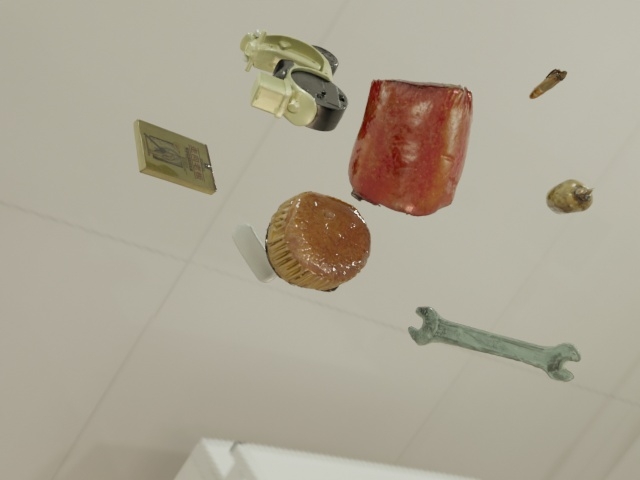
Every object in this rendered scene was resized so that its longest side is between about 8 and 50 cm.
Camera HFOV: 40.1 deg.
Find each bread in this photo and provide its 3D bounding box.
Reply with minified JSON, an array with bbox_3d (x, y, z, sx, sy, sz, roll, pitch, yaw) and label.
[{"bbox_3d":[0.000,-0.001,1.670,0.199,0.199,0.104,28,-29,-21],"label":"bread"}]

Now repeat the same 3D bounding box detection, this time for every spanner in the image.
[{"bbox_3d":[0.273,0.167,1.417,0.302,0.071,0.017,13,2,35],"label":"spanner"}]

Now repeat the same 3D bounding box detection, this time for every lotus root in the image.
[{"bbox_3d":[0.450,-0.078,1.583,0.072,0.063,0.152,2,-4,-11],"label":"lotus root"}]

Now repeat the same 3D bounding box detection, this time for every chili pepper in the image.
[{"bbox_3d":[0.206,-0.234,1.981,0.251,0.305,0.229,22,24,27],"label":"chili pepper"}]

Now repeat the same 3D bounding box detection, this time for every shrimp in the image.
[{"bbox_3d":[0.483,-0.336,1.823,0.025,0.091,0.127,49,-21,-5],"label":"shrimp"}]

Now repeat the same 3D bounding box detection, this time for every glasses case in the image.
[{"bbox_3d":[-0.163,0.031,2.195,0.164,0.063,0.041,56,17,8],"label":"glasses case"}]

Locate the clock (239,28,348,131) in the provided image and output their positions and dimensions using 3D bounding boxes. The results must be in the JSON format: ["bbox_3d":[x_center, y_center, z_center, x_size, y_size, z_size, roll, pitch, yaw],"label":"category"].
[{"bbox_3d":[-0.067,-0.415,2.200,0.277,0.120,0.379,17,31,-20],"label":"clock"}]

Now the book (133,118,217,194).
[{"bbox_3d":[-0.374,-0.213,2.261,0.231,0.026,0.161,17,49,-44],"label":"book"}]
